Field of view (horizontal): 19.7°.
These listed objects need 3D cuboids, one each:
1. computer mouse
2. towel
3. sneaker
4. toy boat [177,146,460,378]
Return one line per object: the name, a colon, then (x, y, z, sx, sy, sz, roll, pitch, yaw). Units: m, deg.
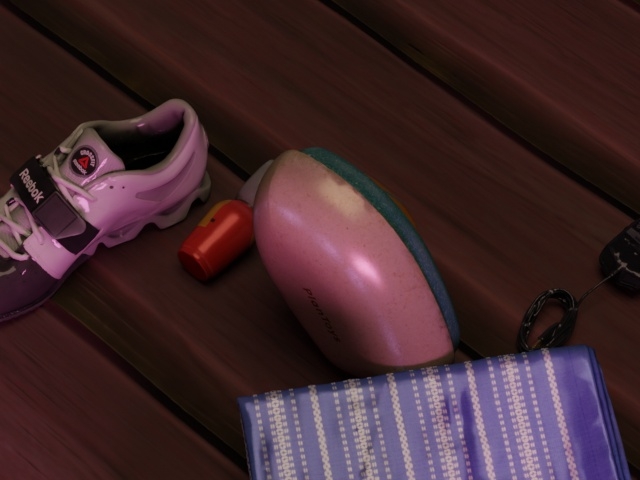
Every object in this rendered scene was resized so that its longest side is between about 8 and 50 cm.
computer mouse: (0.290, 0.047, 1.867, 0.242, 0.041, 0.071, -35, 65, -19)
towel: (0.109, 0.224, 1.630, 0.336, 0.040, 0.243, -8, 67, -5)
sneaker: (-0.254, -0.044, 1.814, 0.330, 0.146, 0.122, -34, 65, -24)
toy boat: (0.000, 0.000, 1.768, 0.148, 0.267, 0.318, -44, 36, -24)
